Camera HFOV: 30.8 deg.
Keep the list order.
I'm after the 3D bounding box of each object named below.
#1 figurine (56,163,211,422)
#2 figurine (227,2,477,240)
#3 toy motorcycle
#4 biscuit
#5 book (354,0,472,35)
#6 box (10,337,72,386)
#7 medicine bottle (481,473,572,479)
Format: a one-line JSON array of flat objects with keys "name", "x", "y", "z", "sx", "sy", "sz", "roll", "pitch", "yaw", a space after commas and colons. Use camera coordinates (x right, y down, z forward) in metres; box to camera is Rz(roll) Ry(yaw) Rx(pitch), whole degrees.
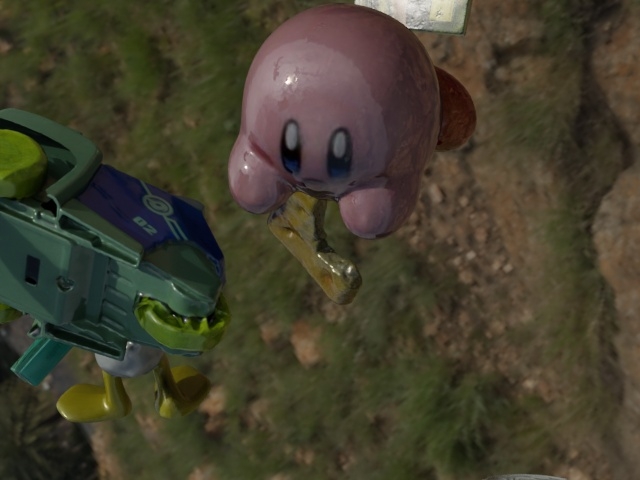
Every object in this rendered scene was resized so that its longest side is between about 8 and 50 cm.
[{"name": "figurine", "x": -0.272, "y": 0.038, "z": 1.510, "sx": 0.283, "sy": 0.204, "sz": 0.338, "roll": 45, "pitch": 140, "yaw": 42}, {"name": "figurine", "x": 0.026, "y": -0.158, "z": 1.265, "sx": 0.269, "sy": 0.261, "sz": 0.211, "roll": 14, "pitch": 130, "yaw": 12}, {"name": "toy motorcycle", "x": -0.224, "y": 0.005, "z": 1.194, "sx": 0.326, "sy": 0.200, "sz": 0.191, "roll": 22, "pitch": 123, "yaw": 8}, {"name": "biscuit", "x": 0.000, "y": 0.000, "z": 1.616, "sx": 0.183, "sy": 0.039, "sz": 0.174, "roll": 49, "pitch": 153, "yaw": 5}, {"name": "book", "x": 0.163, "y": -0.439, "z": 2.000, "sx": 0.228, "sy": 0.024, "sz": 0.160, "roll": 12, "pitch": 93, "yaw": 33}, {"name": "box", "x": -0.427, "y": 0.161, "z": 1.871, "sx": 0.042, "sy": 0.161, "sz": 0.226, "roll": 44, "pitch": 164, "yaw": -10}, {"name": "medicine bottle", "x": 0.284, "y": 0.532, "z": 1.616, "sx": 0.242, "sy": 0.242, "sz": 0.395, "roll": -2, "pitch": 91, "yaw": 57}]
